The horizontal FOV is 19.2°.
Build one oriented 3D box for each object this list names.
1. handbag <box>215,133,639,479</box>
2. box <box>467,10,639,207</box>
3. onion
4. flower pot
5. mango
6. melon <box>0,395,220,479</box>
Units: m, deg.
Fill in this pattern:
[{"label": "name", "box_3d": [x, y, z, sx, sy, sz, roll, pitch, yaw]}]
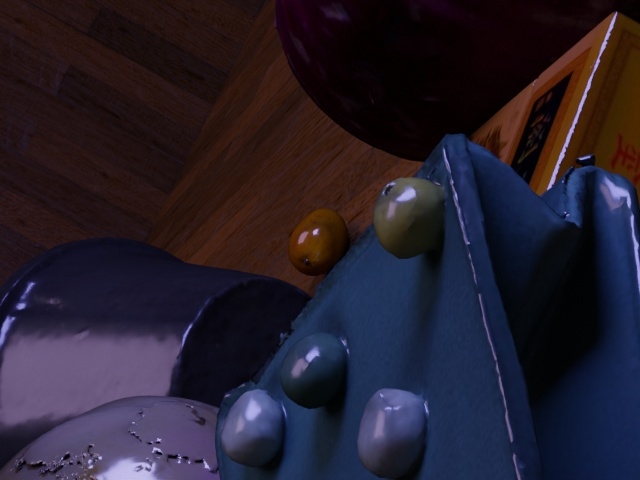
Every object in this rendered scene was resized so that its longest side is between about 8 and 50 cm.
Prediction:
[{"label": "handbag", "box_3d": [0.030, 0.119, 0.736, 0.269, 0.100, 0.274, -49, 33, 47]}, {"label": "box", "box_3d": [0.091, 0.019, 0.976, 0.274, 0.076, 0.174, -43, 23, 62]}, {"label": "onion", "box_3d": [0.074, -0.159, 1.087, 0.230, 0.272, 0.256, -60, -27, -45]}, {"label": "flower pot", "box_3d": [-0.081, 0.113, 1.222, 0.166, 0.269, 0.269, -20, 38, 44]}, {"label": "mango", "box_3d": [0.000, 0.000, 1.586, 0.060, 0.046, 0.089, -56, -2, 16]}, {"label": "melon", "box_3d": [-0.110, 0.226, 0.995, 0.317, 0.223, 0.223, -59, 10, 14]}]
